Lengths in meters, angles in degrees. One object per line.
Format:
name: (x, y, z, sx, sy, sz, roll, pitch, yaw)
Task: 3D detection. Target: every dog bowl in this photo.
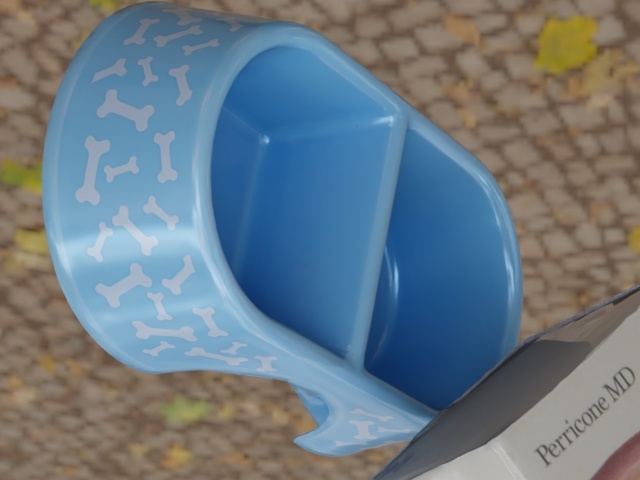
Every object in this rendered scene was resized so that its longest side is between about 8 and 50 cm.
dog bowl: (0.000, 0.000, 0.829, 0.074, 0.166, 0.297, -2, 158, 35)

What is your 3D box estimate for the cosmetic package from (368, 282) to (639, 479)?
cosmetic package: (0.168, 0.180, 0.784, 0.296, 0.153, 0.129, 52, 144, -2)
